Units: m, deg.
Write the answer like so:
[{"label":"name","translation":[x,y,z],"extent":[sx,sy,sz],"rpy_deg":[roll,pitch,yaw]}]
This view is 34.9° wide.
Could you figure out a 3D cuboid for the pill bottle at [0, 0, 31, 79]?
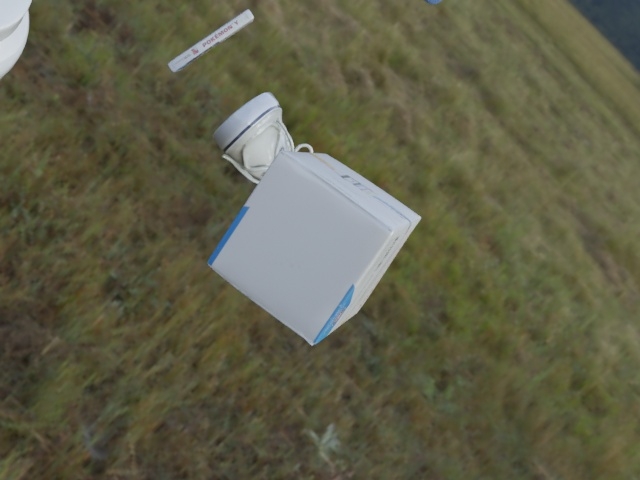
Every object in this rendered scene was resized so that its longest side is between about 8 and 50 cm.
[{"label":"pill bottle","translation":[-0.431,-0.232,1.135],"extent":[0.176,0.176,0.318],"rpy_deg":[41,-31,-19]}]

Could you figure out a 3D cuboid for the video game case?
[{"label":"video game case","translation":[-0.210,-0.387,1.975],"extent":[0.023,0.183,0.201],"rpy_deg":[56,2,-12]}]

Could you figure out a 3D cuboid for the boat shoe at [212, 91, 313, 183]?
[{"label":"boat shoe","translation":[-0.093,-0.149,1.823],"extent":[0.156,0.136,0.367],"rpy_deg":[51,-5,3]}]

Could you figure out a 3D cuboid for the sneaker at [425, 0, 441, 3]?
[{"label":"sneaker","translation":[0.140,-0.470,1.660],"extent":[0.081,0.090,0.232],"rpy_deg":[-2,65,-36]}]

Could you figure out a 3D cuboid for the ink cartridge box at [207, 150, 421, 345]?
[{"label":"ink cartridge box","translation":[0.000,0.000,1.293],"extent":[0.168,0.171,0.232],"rpy_deg":[36,11,9]}]
